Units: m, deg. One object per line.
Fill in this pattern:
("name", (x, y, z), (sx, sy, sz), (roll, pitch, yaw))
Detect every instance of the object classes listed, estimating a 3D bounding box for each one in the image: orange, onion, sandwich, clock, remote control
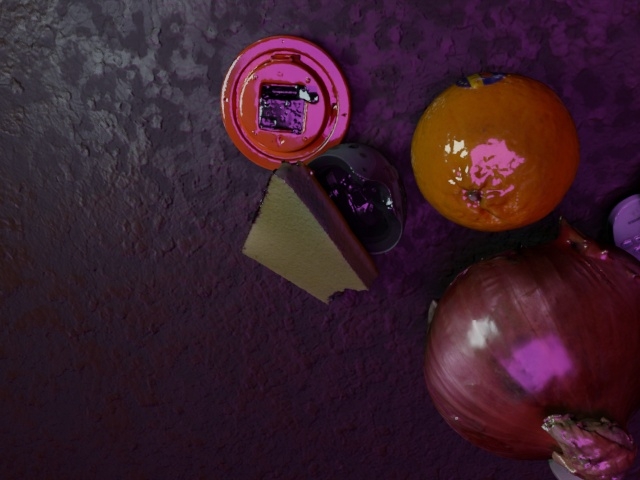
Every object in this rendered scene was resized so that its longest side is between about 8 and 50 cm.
("orange", (0.234, -0.116, 0.754), (0.219, 0.193, 0.219), (1, 126, 2))
("onion", (0.310, 0.141, 0.777), (0.353, 0.354, 0.354), (3, 110, 9))
("sandwich", (0.000, 0.000, 0.844), (0.212, 0.063, 0.245), (31, 149, -2))
("clock", (-0.054, -0.204, 0.844), (0.205, 0.051, 0.205), (4, 110, 10))
("remote control", (0.502, 0.042, 0.833), (0.097, 0.045, 0.256), (-26, 106, 11))

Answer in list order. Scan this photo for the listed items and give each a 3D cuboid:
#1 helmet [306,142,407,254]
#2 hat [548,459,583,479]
("helmet", (0.062, -0.077, 0.836), (0.153, 0.107, 0.177), (-8, 130, 44))
("hat", (0.453, 0.369, 0.949), (0.122, 0.081, 0.166), (-10, 98, 11))
